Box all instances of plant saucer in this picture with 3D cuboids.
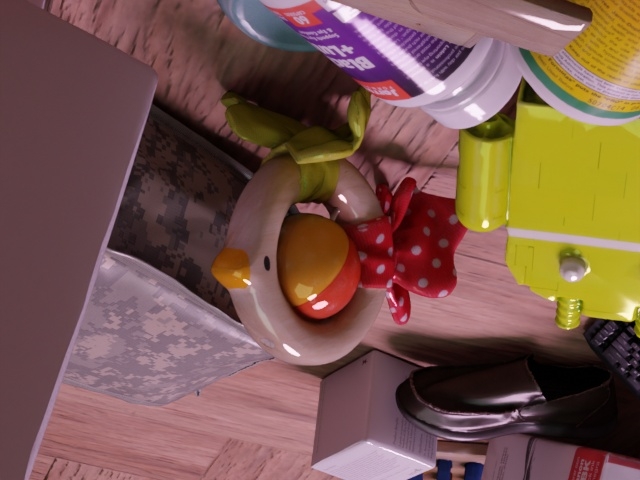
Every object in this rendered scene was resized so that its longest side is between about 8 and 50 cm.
[{"bbox_3d":[-0.017,-0.165,1.193,0.119,0.021,0.119,5,151,3],"label":"plant saucer"}]

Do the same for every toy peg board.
[{"bbox_3d":[0.118,0.289,1.892,0.161,0.079,0.160,3,150,6],"label":"toy peg board"}]

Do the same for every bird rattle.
[{"bbox_3d":[0.000,0.000,1.315,0.143,0.207,0.253,8,146,35],"label":"bird rattle"}]

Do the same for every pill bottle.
[{"bbox_3d":[0.047,-0.153,1.113,0.108,0.108,0.193,-18,141,36],"label":"pill bottle"},{"bbox_3d":[0.209,-0.169,1.047,0.118,0.117,0.208,15,148,-14],"label":"pill bottle"}]

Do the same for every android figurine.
[{"bbox_3d":[0.223,-0.034,1.256,0.248,0.056,0.272,9,131,8],"label":"android figurine"}]

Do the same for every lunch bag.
[{"bbox_3d":[-0.151,0.025,1.404,0.287,0.169,0.235,33,141,-31],"label":"lunch bag"}]

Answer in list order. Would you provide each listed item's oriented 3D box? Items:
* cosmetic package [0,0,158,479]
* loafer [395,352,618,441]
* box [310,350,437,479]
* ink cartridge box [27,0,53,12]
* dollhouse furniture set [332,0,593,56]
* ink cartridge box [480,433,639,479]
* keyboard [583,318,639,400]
[{"bbox_3d":[-0.359,0.035,1.054,0.327,0.329,0.394,27,144,-19],"label":"cosmetic package"},{"bbox_3d":[0.181,0.139,1.639,0.220,0.080,0.078,1,129,-9],"label":"loafer"},{"bbox_3d":[0.056,0.180,1.693,0.087,0.101,0.102,24,146,-26],"label":"box"},{"bbox_3d":[-0.343,-0.146,1.196,0.198,0.114,0.273,29,143,-33],"label":"ink cartridge box"},{"bbox_3d":[0.065,-0.214,0.902,0.161,0.212,0.242,16,157,-16],"label":"dollhouse furniture set"},{"bbox_3d":[0.294,0.270,1.689,0.197,0.114,0.273,15,174,-17],"label":"ink cartridge box"},{"bbox_3d":[0.370,0.162,1.483,0.317,0.033,0.201,46,150,10],"label":"keyboard"}]
